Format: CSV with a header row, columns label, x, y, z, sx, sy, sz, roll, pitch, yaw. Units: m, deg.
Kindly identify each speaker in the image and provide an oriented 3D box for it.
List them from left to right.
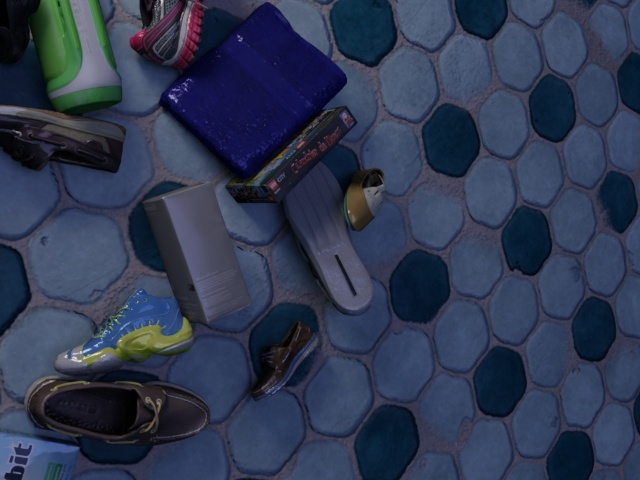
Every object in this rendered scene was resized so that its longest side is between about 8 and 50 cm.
label,x,y,z,sx,sy,sz,roll,pitch,yaw
speaker,-0.418,-0.364,1.208,0.131,0.131,0.296,-17,98,-29

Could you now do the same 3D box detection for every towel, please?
label,x,y,z,sx,sy,sz,roll,pitch,yaw
towel,-0.124,-0.283,1.400,0.228,0.076,0.308,43,68,-1

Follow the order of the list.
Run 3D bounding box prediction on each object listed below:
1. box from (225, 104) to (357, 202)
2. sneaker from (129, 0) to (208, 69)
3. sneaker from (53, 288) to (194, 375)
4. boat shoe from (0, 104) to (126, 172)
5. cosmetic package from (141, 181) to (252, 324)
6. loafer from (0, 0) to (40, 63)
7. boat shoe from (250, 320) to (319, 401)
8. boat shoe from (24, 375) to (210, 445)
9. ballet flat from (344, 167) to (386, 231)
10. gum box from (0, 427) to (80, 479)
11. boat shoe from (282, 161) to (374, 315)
label,x,y,z,sx,sy,sz,roll,pitch,yaw
box,-0.056,-0.162,1.394,0.233,0.159,0.044,-47,116,-22
sneaker,-0.260,-0.462,1.307,0.112,0.121,0.299,10,84,-26
sneaker,-0.346,0.156,1.277,0.240,0.091,0.126,-8,75,-30
boat shoe,-0.458,-0.159,1.197,0.285,0.103,0.092,2,83,-36
cosmetic package,-0.222,0.021,1.315,0.107,0.127,0.237,-26,100,-29
loafer,-0.491,-0.345,1.149,0.062,0.170,0.061,48,42,14
boat shoe,-0.082,0.232,1.433,0.066,0.066,0.183,51,56,-14
boat shoe,-0.332,0.296,1.261,0.325,0.097,0.116,16,81,-29
ballet flat,0.092,-0.093,1.454,0.073,0.232,0.080,-19,114,15
gum box,-0.506,0.391,1.190,0.184,0.041,0.156,21,79,-27
boat shoe,0.000,0.000,1.455,0.121,0.119,0.335,-15,78,-17
